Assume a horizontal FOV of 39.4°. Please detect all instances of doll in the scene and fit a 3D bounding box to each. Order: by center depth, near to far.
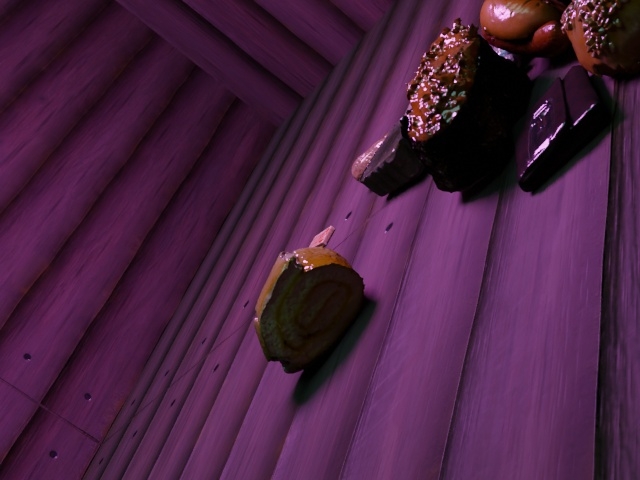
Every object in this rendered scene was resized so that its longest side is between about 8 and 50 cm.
[{"bbox_3d":[0.410,-0.422,1.898,0.103,0.071,0.214,-39,19,43],"label":"doll"}]

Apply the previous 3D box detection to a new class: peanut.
[{"bbox_3d":[0.150,-0.202,2.209,0.174,0.080,0.080,-39,18,29],"label":"peanut"}]

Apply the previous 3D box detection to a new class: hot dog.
[{"bbox_3d":[0.392,-0.412,1.708,0.107,0.194,0.326,-63,13,9],"label":"hot dog"}]

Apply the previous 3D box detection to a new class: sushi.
[{"bbox_3d":[0.254,-0.245,1.704,0.234,0.207,0.349,-33,25,37],"label":"sushi"}]

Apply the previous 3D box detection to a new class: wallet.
[{"bbox_3d":[0.383,-0.194,1.470,0.182,0.049,0.229,-49,12,28],"label":"wallet"}]

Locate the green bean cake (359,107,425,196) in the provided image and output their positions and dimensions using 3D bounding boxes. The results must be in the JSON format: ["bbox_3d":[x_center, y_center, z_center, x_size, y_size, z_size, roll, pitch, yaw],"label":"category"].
[{"bbox_3d":[0.186,-0.203,2.042,0.185,0.094,0.183,-31,25,57],"label":"green bean cake"}]

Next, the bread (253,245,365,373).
[{"bbox_3d":[-0.037,0.133,1.751,0.257,0.185,0.124,-60,17,3],"label":"bread"}]

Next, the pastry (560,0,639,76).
[{"bbox_3d":[0.498,-0.408,1.393,0.311,0.162,0.255,-53,16,4],"label":"pastry"}]

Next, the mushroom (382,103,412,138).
[{"bbox_3d":[0.236,-0.358,2.405,0.068,0.043,0.306,-6,40,37],"label":"mushroom"}]

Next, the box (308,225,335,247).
[{"bbox_3d":[0.000,0.000,2.316,0.093,0.015,0.058,-32,22,57],"label":"box"}]
